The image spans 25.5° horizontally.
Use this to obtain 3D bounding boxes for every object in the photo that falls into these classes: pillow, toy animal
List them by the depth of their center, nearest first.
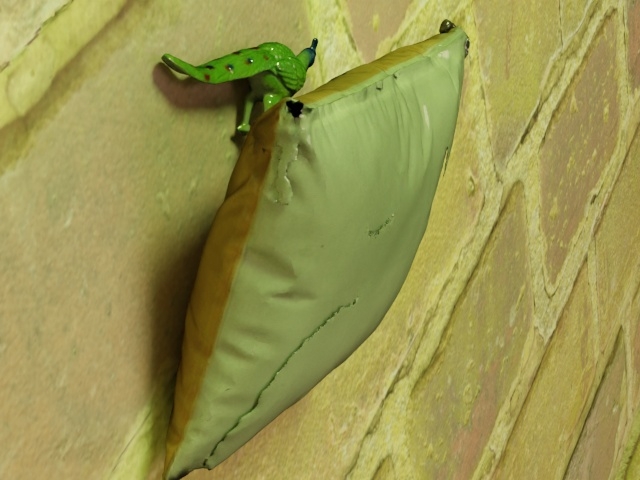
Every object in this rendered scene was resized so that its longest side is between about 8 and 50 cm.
[{"bbox_3d":[-0.056,-0.109,1.055,0.217,0.041,0.075,-20,118,-59],"label":"toy animal"},{"bbox_3d":[0.000,0.000,1.072,0.310,0.119,0.312,-38,150,-59],"label":"pillow"}]
